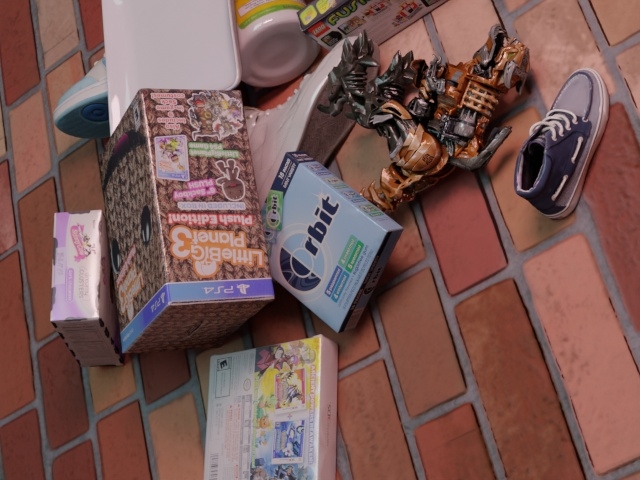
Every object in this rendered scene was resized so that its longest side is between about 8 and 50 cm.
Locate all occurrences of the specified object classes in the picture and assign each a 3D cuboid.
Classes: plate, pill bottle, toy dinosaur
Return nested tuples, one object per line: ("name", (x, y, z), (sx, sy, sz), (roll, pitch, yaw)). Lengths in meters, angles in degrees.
("plate", (-0.206, -0.291, 1.795), (0.278, 0.045, 0.277), (-22, 67, 39))
("pill bottle", (-0.103, -0.352, 1.837), (0.136, 0.136, 0.246), (-39, 56, 19))
("toy dinosaur", (0.115, -0.147, 1.593), (0.322, 0.164, 0.218), (-41, 66, -3))

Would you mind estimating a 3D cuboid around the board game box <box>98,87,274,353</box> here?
("board game box", (-0.185, -0.022, 1.677), (0.232, 0.141, 0.291), (138, 126, -59))

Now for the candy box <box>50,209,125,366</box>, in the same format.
("candy box", (-0.327, 0.071, 1.804), (0.070, 0.196, 0.165), (-3, 66, 1))

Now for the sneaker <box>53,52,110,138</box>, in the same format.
("sneaker", (-0.287, -0.300, 1.977), (0.319, 0.127, 0.208), (-24, 61, 18))

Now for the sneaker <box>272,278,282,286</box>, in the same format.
("sneaker", (-0.041, 0.053, 1.696), (0.109, 0.040, 0.044), (1, 75, 38))

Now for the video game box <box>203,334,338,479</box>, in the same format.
("video game box", (-0.065, 0.236, 1.635), (0.187, 0.048, 0.205), (-14, 64, 35))

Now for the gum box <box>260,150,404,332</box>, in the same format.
("gum box", (0.000, 0.000, 1.615), (0.184, 0.041, 0.157), (38, 118, 28))

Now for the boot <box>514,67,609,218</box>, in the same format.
("boot", (0.282, -0.125, 1.486), (0.069, 0.086, 0.190), (5, 75, 39))

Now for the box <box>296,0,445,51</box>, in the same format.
("box", (0.083, -0.324, 1.703), (0.207, 0.114, 0.036), (-30, 56, 25))

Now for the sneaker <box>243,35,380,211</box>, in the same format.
("sneaker", (-0.050, -0.175, 1.751), (0.169, 0.108, 0.292), (36, 97, 38))
